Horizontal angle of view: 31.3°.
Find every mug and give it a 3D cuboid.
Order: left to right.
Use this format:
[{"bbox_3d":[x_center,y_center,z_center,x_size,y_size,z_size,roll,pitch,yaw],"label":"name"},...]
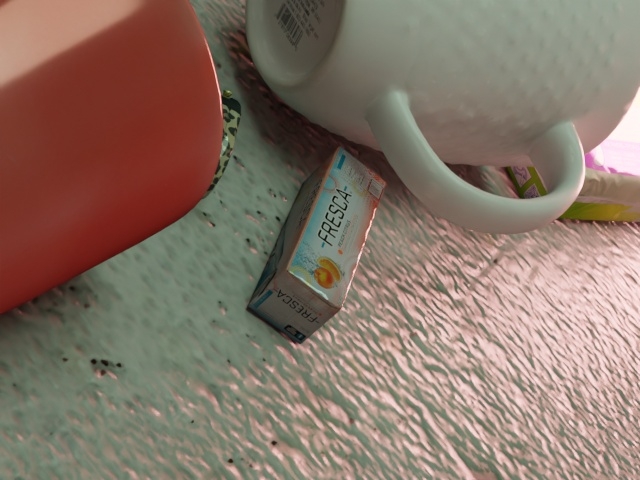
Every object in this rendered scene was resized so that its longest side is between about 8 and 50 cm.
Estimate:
[{"bbox_3d":[0.122,-0.172,1.081,0.328,0.276,0.374,0,60,-35],"label":"mug"}]

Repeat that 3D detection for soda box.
[{"bbox_3d":[0.000,0.000,0.984,0.058,0.063,0.183,37,39,-12],"label":"soda box"}]

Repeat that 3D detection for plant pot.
[{"bbox_3d":[-0.238,-0.064,0.685,0.275,0.275,0.243,46,49,-1],"label":"plant pot"}]

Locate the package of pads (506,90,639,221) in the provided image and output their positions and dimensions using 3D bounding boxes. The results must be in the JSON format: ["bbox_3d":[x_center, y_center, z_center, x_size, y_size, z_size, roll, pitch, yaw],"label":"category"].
[{"bbox_3d":[0.324,-0.139,1.374,0.296,0.101,0.229,2,57,-43],"label":"package of pads"}]

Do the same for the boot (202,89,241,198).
[{"bbox_3d":[-0.154,-0.156,0.960,0.178,0.085,0.236,27,49,-27],"label":"boot"}]
